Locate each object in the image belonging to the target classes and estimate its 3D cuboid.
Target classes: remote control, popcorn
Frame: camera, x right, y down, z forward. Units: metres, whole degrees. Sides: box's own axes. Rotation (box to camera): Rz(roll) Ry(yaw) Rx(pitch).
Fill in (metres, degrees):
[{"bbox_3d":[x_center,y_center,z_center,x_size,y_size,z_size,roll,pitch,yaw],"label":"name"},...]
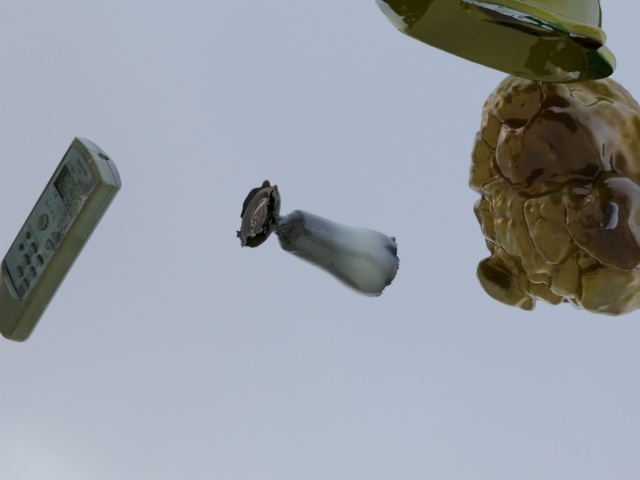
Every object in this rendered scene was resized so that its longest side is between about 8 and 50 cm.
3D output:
[{"bbox_3d":[-0.298,0.001,1.143,0.233,0.038,0.098,-54,-133,17],"label":"remote control"},{"bbox_3d":[0.191,-0.030,0.776,0.163,0.140,0.194,112,-36,-48],"label":"popcorn"}]

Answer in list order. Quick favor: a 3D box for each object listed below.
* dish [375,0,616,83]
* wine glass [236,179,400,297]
[{"bbox_3d":[0.122,-0.166,0.677,0.207,0.148,0.080,20,-91,57],"label":"dish"},{"bbox_3d":[0.000,0.000,1.015,0.072,0.155,0.072,-35,-137,41],"label":"wine glass"}]
